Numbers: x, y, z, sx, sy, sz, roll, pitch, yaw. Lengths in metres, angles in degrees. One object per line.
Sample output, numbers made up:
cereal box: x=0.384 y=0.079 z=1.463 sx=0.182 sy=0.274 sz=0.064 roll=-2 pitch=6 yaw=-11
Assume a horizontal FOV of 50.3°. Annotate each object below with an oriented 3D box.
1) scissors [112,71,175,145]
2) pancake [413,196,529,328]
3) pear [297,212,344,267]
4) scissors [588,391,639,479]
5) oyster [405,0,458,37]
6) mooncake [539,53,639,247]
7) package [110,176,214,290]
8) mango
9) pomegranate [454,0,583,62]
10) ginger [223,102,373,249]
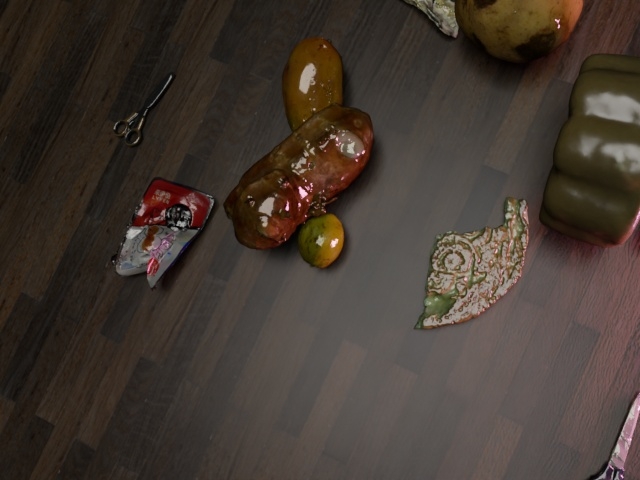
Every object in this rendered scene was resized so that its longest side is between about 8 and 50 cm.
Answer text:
scissors: x=-0.445 y=-0.345 z=1.754 sx=0.088 sy=0.017 sz=0.220 roll=37 pitch=90 yaw=18
pancake: x=0.332 y=0.055 z=1.519 sx=0.376 sy=0.054 sz=0.197 roll=-44 pitch=77 yaw=0
pear: x=0.000 y=0.000 z=1.564 sx=0.107 sy=0.107 sz=0.131 roll=22 pitch=79 yaw=14
scissors: x=0.615 y=0.454 z=1.412 sx=0.109 sy=0.022 sz=0.300 roll=20 pitch=85 yaw=10
oyster: x=0.268 y=-0.565 z=1.636 sx=0.106 sy=0.061 sz=0.200 roll=-31 pitch=79 yaw=-13
mooncake: x=0.565 y=-0.177 z=1.351 sx=0.201 sy=0.378 sz=0.378 roll=22 pitch=86 yaw=19
package: x=-0.393 y=-0.016 z=1.672 sx=0.194 sy=0.071 sz=0.269 roll=22 pitch=73 yaw=12
mango: x=-0.022 y=-0.358 z=1.617 sx=0.156 sy=0.151 sz=0.249 roll=10 pitch=98 yaw=55
pomegranate: x=0.434 y=-0.529 z=1.482 sx=0.281 sy=0.281 sz=0.281 roll=-2 pitch=81 yaw=11
ginger: x=-0.044 y=-0.131 z=1.525 sx=0.418 sy=0.254 sz=0.176 roll=-35 pitch=121 yaw=9
